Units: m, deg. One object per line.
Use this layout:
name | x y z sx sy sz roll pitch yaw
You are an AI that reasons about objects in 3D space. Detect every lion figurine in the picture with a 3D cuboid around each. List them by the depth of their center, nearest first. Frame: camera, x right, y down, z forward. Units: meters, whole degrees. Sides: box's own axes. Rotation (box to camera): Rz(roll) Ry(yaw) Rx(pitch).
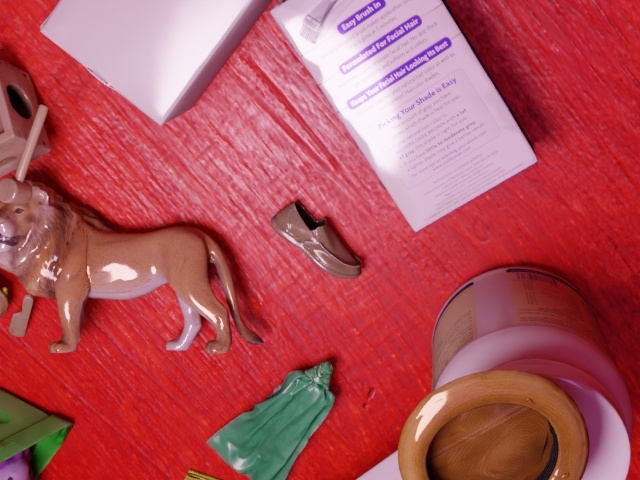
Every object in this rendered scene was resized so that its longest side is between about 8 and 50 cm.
lion figurine | -0.274 0.038 1.258 0.392 0.142 0.240 2 85 -8

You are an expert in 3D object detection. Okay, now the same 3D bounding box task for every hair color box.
hair color box | 0.110 -0.204 1.134 0.185 0.110 0.339 -31 103 17

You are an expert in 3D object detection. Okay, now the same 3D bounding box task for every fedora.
fedora | 0.175 0.208 0.923 0.194 0.079 0.194 1 104 3

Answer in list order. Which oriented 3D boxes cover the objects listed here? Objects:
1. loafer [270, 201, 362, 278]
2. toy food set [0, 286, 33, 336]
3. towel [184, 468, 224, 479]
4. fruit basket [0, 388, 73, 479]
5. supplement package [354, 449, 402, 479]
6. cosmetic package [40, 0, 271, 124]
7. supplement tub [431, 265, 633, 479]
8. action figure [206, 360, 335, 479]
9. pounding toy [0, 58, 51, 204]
loafer | 0.000 0.000 1.237 0.148 0.056 0.050 33 115 -3
toy food set | -0.524 0.085 1.308 0.192 0.038 0.132 11 140 -22
towel | -0.114 0.446 1.410 0.237 0.021 0.102 20 108 2
fruit basket | -0.505 0.424 1.274 0.392 0.392 0.283 36 108 -4
supplement package | 0.123 0.399 1.254 0.293 0.177 0.175 -40 71 16
cosmetic package | -0.150 -0.347 1.098 0.197 0.155 0.365 40 109 -5
supplement tub | 0.256 0.187 1.119 0.235 0.325 0.235 2 108 7
action figure | -0.051 0.264 1.322 0.137 0.063 0.232 38 112 -3
pounding toy | -0.418 -0.134 1.199 0.181 0.094 0.206 -24 74 14
